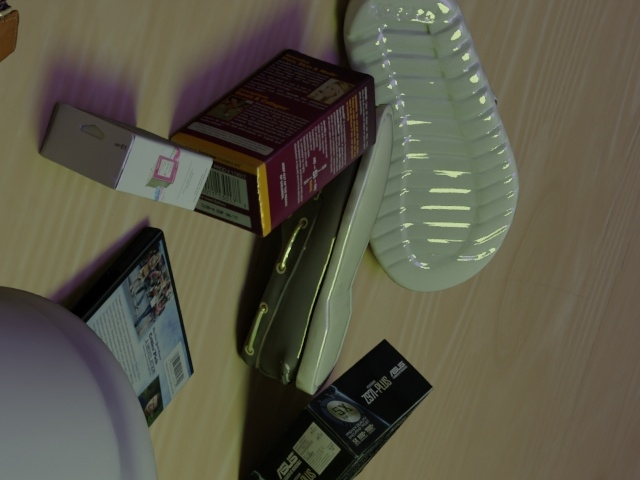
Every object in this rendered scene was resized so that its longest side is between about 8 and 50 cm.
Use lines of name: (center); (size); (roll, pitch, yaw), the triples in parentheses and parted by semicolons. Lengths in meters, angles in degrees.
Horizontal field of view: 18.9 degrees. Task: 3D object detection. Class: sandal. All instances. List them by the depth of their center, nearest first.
sandal: (0.118, -0.123, 2.047); (0.102, 0.169, 0.416); (-98, 180, -50)

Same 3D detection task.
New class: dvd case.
dvd case: (-0.199, 0.129, 1.734); (0.253, 0.022, 0.180); (-51, 144, -41)

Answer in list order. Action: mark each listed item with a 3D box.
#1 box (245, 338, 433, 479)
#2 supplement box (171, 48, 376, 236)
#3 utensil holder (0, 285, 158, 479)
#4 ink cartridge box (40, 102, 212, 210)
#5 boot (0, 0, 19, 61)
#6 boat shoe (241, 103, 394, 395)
box: (0.016, 0.210, 2.035); (0.147, 0.077, 0.180); (-37, 168, -43)
supplement box: (-0.041, -0.094, 1.808); (0.188, 0.104, 0.081); (-41, 140, -40)
utensil holder: (-0.343, 0.166, 1.253); (0.385, 0.327, 0.328); (19, 91, -59)
ink cartridge box: (-0.164, -0.071, 1.635); (0.122, 0.088, 0.052); (18, 95, -60)
boot: (-0.297, -0.186, 1.323); (0.220, 0.109, 0.283); (-40, 141, -39)
boat shoe: (-0.001, 0.000, 1.936); (0.109, 0.091, 0.305); (-16, 123, -71)
